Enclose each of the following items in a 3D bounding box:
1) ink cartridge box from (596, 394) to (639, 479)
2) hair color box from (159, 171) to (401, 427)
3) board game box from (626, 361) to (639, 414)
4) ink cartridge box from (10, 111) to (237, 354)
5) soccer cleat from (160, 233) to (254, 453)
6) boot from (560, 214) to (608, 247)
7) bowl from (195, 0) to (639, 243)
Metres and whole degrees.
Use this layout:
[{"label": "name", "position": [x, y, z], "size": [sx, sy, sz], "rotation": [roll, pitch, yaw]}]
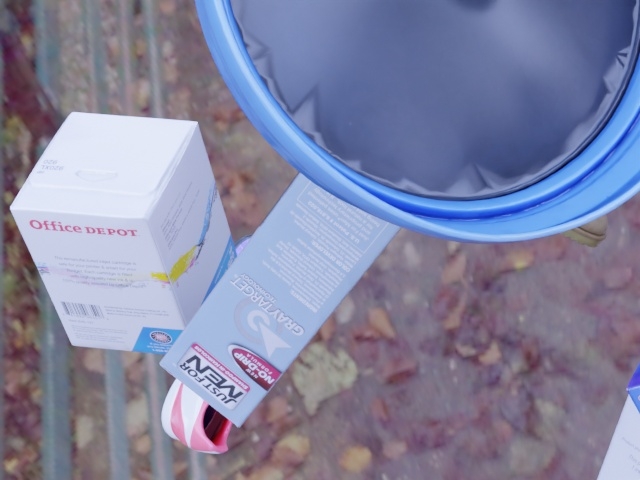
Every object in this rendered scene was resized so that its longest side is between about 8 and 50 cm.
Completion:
[{"label": "ink cartridge box", "position": [0.549, 0.195, 1.832], "size": [0.166, 0.285, 0.395], "rotation": [33, 113, 47]}, {"label": "hair color box", "position": [0.000, 0.000, 1.454], "size": [0.113, 0.374, 0.185], "rotation": [38, 32, 1]}, {"label": "board game box", "position": [0.497, 0.176, 1.336], "size": [0.347, 0.233, 0.078], "rotation": [-20, 14, 34]}, {"label": "ink cartridge box", "position": [-0.218, -0.007, 1.664], "size": [0.171, 0.232, 0.168], "rotation": [5, 46, 18]}, {"label": "soccer cleat", "position": [-0.122, 0.149, 2.035], "size": [0.116, 0.109, 0.318], "rotation": [21, 89, 48]}, {"label": "boot", "position": [0.302, -0.151, 1.584], "size": [0.269, 0.236, 0.089], "rotation": [-50, 13, 20]}, {"label": "bowl", "position": [0.097, -0.191, 0.960], "size": [0.391, 0.077, 0.391], "rotation": [1, 86, -22]}]
